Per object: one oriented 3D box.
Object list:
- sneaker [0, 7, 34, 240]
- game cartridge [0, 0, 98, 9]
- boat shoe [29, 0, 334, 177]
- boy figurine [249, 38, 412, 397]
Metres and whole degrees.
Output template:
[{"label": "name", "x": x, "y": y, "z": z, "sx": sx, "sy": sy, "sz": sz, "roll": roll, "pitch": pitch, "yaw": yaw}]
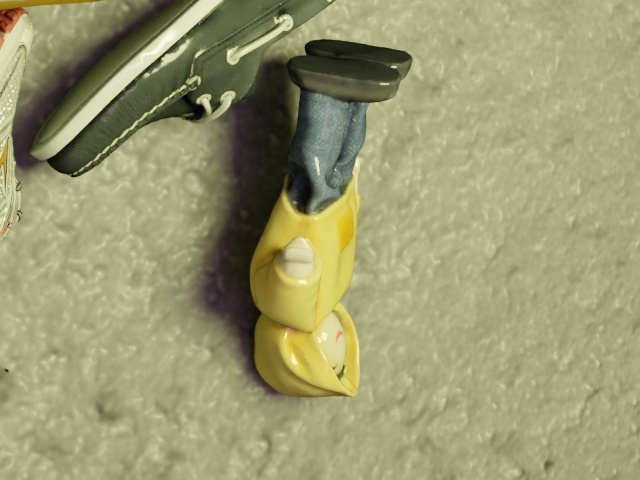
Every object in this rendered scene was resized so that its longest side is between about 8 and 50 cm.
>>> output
[{"label": "sneaker", "x": -0.241, "y": -0.050, "z": 0.841, "sx": 0.092, "sy": 0.088, "sz": 0.225, "roll": 25, "pitch": 84, "yaw": -53}, {"label": "game cartridge", "x": -0.283, "y": -0.268, "z": 0.729, "sx": 0.323, "sy": 0.052, "sz": 0.285, "roll": -12, "pitch": 96, "yaw": -32}, {"label": "boat shoe", "x": -0.074, "y": -0.139, "z": 0.905, "sx": 0.302, "sy": 0.114, "sz": 0.091, "roll": -46, "pitch": 113, "yaw": -18}, {"label": "boy figurine", "x": 0.000, "y": 0.000, "z": 0.953, "sx": 0.092, "sy": 0.177, "sz": 0.285, "roll": 10, "pitch": 111, "yaw": 9}]
